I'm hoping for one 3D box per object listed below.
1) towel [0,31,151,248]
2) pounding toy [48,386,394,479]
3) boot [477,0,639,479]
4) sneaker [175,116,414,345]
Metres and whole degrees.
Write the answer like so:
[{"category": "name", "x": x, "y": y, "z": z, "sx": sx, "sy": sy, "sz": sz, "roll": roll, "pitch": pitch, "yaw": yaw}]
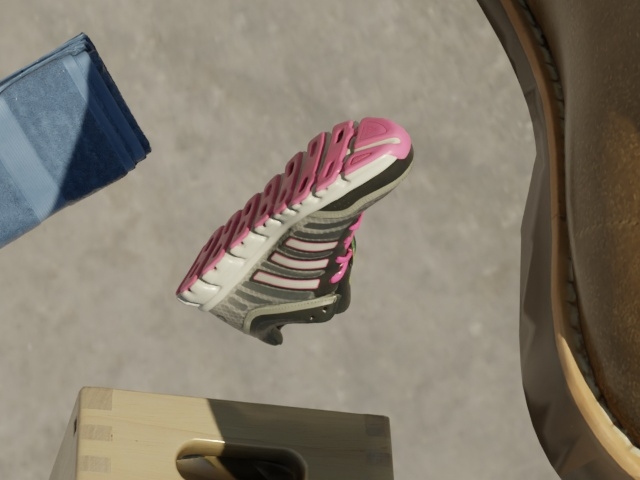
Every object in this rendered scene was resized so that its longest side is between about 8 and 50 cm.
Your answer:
[{"category": "towel", "x": -0.139, "y": -0.035, "z": 0.748, "sx": 0.119, "sy": 0.029, "sz": 0.067, "roll": -32, "pitch": 117, "yaw": -9}, {"category": "pounding toy", "x": -0.030, "y": 0.108, "z": 0.622, "sx": 0.141, "sy": 0.100, "sz": 0.130, "roll": 7, "pitch": 145, "yaw": -15}, {"category": "boot", "x": 0.099, "y": -0.082, "z": 0.439, "sx": 0.112, "sy": 0.305, "sz": 0.115, "roll": 4, "pitch": 146, "yaw": -17}, {"category": "sneaker", "x": 0.000, "y": 0.000, "z": 0.905, "sx": 0.075, "sy": 0.063, "sz": 0.170, "roll": 39, "pitch": 124, "yaw": -17}]
